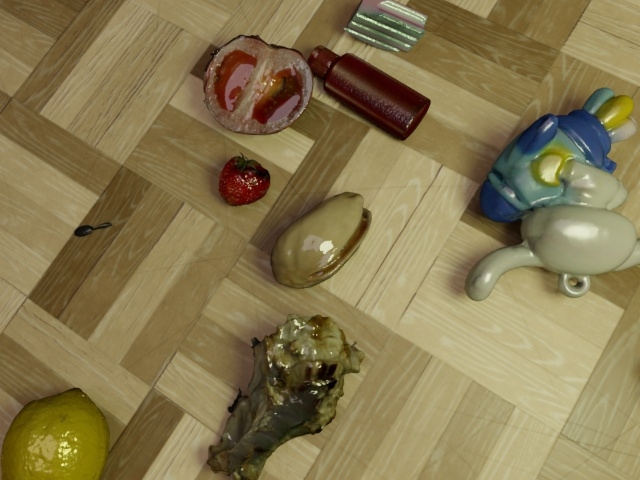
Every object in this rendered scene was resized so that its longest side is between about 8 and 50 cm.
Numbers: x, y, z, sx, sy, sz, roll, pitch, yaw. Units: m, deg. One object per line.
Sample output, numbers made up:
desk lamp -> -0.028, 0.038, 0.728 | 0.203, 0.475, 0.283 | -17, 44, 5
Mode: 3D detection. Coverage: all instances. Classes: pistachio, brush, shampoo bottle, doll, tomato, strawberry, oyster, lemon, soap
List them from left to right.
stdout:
lemon -> -0.461, 0.367, 1.012 | 0.180, 0.180, 0.193 | 22, 100, 12
brush -> -0.472, -0.025, 1.202 | 0.083, 0.008, 0.024 | -13, 70, 4
strawberry -> -0.151, -0.112, 1.146 | 0.106, 0.106, 0.106 | -2, 75, 7
tomato -> -0.121, -0.296, 1.180 | 0.227, 0.112, 0.199 | 26, 87, 12
oyster -> -0.077, 0.275, 1.002 | 0.197, 0.133, 0.337 | 42, 99, -11
pistachio -> 0.000, 0.000, 1.078 | 0.223, 0.126, 0.152 | -40, 38, -5
shampoo bottle -> 0.089, -0.309, 1.180 | 0.260, 0.064, 0.102 | 35, 82, 14
soap -> 0.130, -0.445, 1.192 | 0.149, 0.100, 0.056 | 17, 70, -14
doll -> 0.427, -0.081, 1.031 | 0.375, 0.187, 0.366 | -4, 82, -17
